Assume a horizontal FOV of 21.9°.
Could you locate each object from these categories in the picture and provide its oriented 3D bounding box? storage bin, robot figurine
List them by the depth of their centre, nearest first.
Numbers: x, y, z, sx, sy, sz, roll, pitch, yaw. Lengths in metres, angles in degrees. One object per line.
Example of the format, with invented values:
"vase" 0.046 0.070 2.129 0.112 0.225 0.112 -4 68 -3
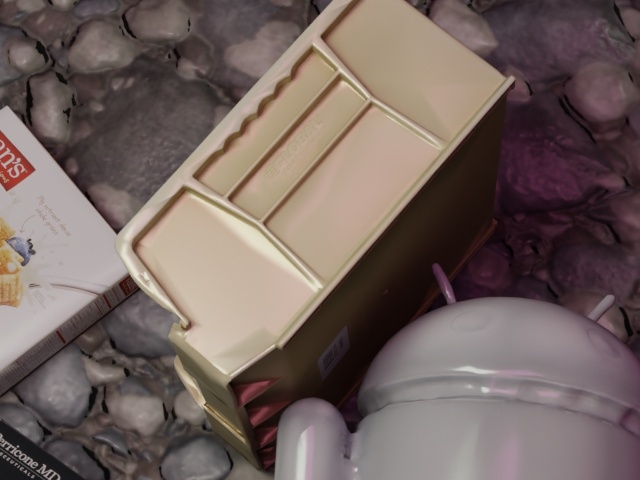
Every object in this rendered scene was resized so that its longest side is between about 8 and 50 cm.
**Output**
"robot figurine" 0.111 0.186 1.039 0.299 0.200 0.354 16 66 -15
"storage bin" 0.000 0.000 1.093 0.123 0.262 0.260 39 76 15

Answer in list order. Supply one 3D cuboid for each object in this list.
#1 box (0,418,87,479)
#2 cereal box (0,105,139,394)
"box" -0.170 0.263 1.054 0.261 0.103 0.184 33 50 16
"cereal box" -0.273 0.035 1.214 0.240 0.047 0.173 -39 71 -10
